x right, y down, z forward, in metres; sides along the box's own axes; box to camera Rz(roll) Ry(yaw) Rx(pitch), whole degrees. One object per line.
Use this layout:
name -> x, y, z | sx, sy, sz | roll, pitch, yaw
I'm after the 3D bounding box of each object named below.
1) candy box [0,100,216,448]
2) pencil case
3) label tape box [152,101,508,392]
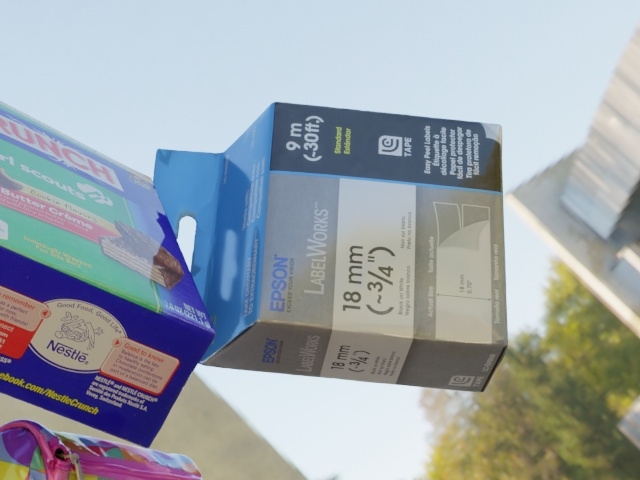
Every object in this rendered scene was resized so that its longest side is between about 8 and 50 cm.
candy box -> -0.249, -0.003, 1.030 | 0.268, 0.317, 0.122 | 26, -76, -27
pencil case -> -0.186, 0.211, 1.054 | 0.104, 0.104, 0.236 | -47, -31, 8
label tape box -> 0.000, 0.000, 1.183 | 0.106, 0.333, 0.241 | 102, 172, -60
